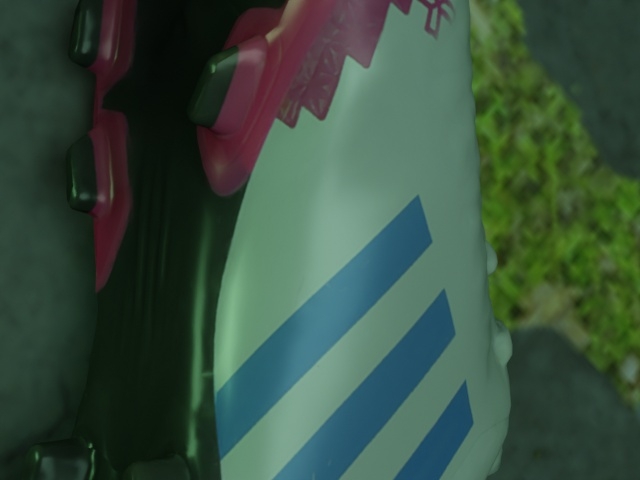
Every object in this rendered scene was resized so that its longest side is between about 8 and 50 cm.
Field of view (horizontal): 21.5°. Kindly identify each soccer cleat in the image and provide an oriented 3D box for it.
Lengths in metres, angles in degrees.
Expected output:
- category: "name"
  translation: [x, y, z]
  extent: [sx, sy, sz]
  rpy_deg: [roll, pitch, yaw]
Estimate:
- category: "soccer cleat"
  translation: [0.000, 0.000, 0.498]
  extent: [0.143, 0.116, 0.331]
  rpy_deg: [13, 87, -39]
